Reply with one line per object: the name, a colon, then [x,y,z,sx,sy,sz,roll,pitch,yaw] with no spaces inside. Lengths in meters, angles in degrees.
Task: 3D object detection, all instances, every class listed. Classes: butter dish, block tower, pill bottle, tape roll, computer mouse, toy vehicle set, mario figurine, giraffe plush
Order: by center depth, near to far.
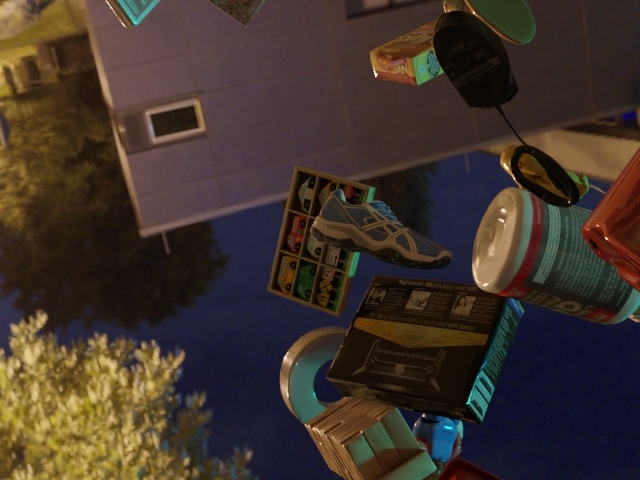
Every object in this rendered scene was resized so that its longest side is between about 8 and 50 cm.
computer mouse: [0.197,-0.135,0.884,0.071,0.242,0.041,-21,-160,46]
block tower: [0.060,0.293,1.240,0.091,0.097,0.335,-31,180,-13]
pill bottle: [0.426,0.037,1.400,0.318,0.176,0.176,16,-168,-9]
butter dish: [0.273,0.505,1.552,0.160,0.160,0.118,28,-158,3]
giraffe plush: [0.424,-0.071,1.687,0.210,0.170,0.181,30,-178,21]
toy vehicle set: [0.000,0.000,1.708,0.166,0.267,0.035,17,-169,22]
tape roll: [0.029,0.291,1.776,0.219,0.219,0.072,-15,-172,-15]
mario figurine: [0.209,0.423,1.801,0.198,0.320,0.170,17,171,-3]

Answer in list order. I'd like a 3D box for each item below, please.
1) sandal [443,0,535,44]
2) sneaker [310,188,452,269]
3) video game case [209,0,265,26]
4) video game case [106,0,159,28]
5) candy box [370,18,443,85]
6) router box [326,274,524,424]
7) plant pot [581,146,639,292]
sandal: [0.211,-0.354,1.250,0.088,0.240,0.079,-36,167,-29]
sneaker: [0.095,-0.013,1.255,0.211,0.081,0.080,18,171,4]
video game case: [-0.132,-0.379,1.238,0.087,0.122,0.011,-53,-152,12]
video game case: [-0.256,-0.471,1.233,0.025,0.204,0.285,-3,-136,38]
candy box: [0.188,-0.318,1.411,0.187,0.053,0.109,-32,-148,-25]
router box: [0.193,0.194,1.600,0.309,0.081,0.243,4,-124,39]
plant pot: [0.443,-0.047,0.918,0.265,0.272,0.272,-49,-164,3]
